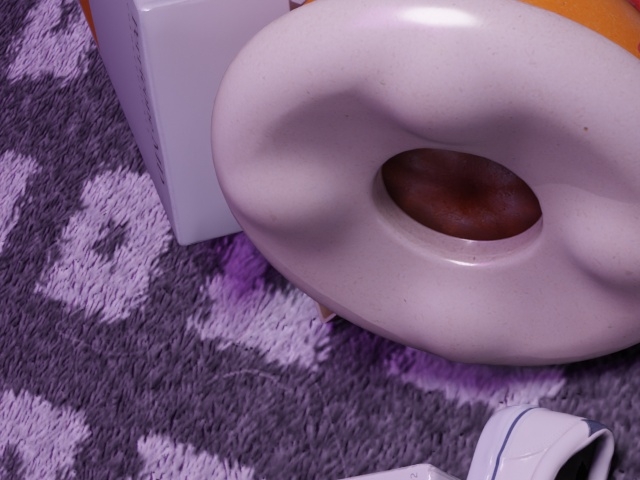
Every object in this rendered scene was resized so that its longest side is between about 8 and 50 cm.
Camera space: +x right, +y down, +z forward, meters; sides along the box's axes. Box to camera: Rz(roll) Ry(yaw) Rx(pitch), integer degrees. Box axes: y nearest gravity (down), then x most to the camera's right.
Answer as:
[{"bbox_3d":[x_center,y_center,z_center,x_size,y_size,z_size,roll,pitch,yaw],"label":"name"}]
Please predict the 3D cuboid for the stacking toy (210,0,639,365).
[{"bbox_3d":[0.147,-0.181,1.096,0.350,0.350,0.480,-12,44,37],"label":"stacking toy"}]

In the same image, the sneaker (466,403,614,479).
[{"bbox_3d":[0.130,0.229,0.980,0.091,0.094,0.258,-5,63,46],"label":"sneaker"}]

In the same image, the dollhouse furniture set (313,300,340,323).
[{"bbox_3d":[0.000,0.000,1.239,0.091,0.081,0.114,-38,46,20],"label":"dollhouse furniture set"}]

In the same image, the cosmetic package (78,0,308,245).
[{"bbox_3d":[-0.118,-0.225,1.310,0.161,0.230,0.453,-15,38,-12],"label":"cosmetic package"}]

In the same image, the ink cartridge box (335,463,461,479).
[{"bbox_3d":[-0.015,0.327,1.075,0.261,0.066,0.296,-16,56,36],"label":"ink cartridge box"}]
